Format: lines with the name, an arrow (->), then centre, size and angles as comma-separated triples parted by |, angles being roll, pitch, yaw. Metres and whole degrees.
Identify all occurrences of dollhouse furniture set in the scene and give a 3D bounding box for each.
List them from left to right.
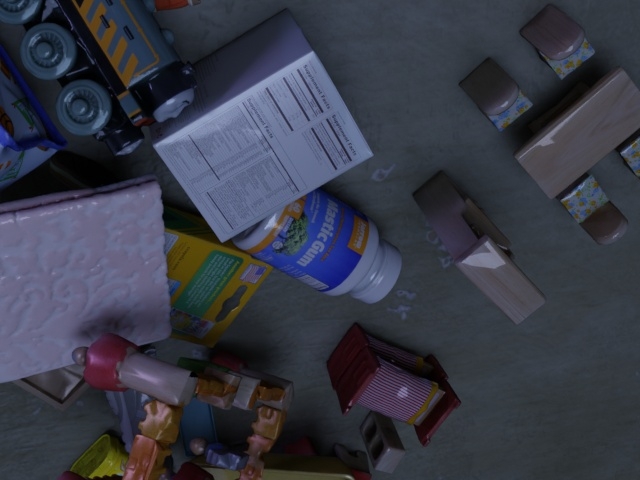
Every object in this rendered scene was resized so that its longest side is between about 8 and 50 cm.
dollhouse furniture set -> 0.069, 0.364, 1.883 | 0.201, 0.152, 0.374 | 23, 112, -25
dollhouse furniture set -> 0.378, -0.100, 1.628 | 0.394, 0.256, 0.362 | -41, 121, 11

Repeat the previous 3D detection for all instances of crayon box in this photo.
crayon box -> -0.262, 0.050, 1.624 | 0.323, 0.083, 0.203 | 20, 116, -40

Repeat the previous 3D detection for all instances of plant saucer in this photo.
plant saucer -> -0.235, 0.326, 1.867 | 0.067, 0.018, 0.192 | -10, 121, -8
plant saucer -> -0.061, 0.513, 1.915 | 0.333, 0.081, 0.332 | 0, 131, 17

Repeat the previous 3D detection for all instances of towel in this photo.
towel -> -0.380, 0.061, 1.465 | 0.317, 0.053, 0.331 | -14, 136, -20

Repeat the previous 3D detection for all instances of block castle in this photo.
block castle -> -0.244, 0.322, 1.603 | 0.453, 0.213, 0.303 | 25, 81, -67

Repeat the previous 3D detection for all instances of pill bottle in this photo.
pill bottle -> 0.000, 0.000, 1.654 | 0.272, 0.152, 0.152 | 29, 109, -27

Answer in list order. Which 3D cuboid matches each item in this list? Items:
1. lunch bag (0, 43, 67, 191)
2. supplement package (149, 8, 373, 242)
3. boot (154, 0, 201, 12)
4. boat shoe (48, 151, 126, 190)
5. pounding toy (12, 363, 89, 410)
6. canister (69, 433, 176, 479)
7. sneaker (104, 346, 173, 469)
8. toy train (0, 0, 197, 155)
lunch bag -> -0.597, -0.203, 1.323 | 0.328, 0.239, 0.385 | -31, 89, 7
supplement package -> -0.097, -0.175, 1.499 | 0.263, 0.199, 0.198 | -30, 122, 4
boot -> -0.233, -0.400, 1.420 | 0.085, 0.059, 0.158 | -15, 123, 1
boat shoe -> -0.352, -0.072, 1.579 | 0.190, 0.068, 0.072 | 29, 121, -27
pounding toy -> -0.491, 0.190, 1.677 | 0.181, 0.094, 0.206 | -43, 120, 12
canister -> -0.370, 0.452, 1.875 | 0.126, 0.073, 0.170 | -44, 121, 13
sneaker -> -0.305, 0.313, 1.790 | 0.115, 0.105, 0.281 | -17, 122, -4
toy train -> -0.312, -0.287, 1.368 | 0.190, 0.142, 0.334 | -31, 93, 7
